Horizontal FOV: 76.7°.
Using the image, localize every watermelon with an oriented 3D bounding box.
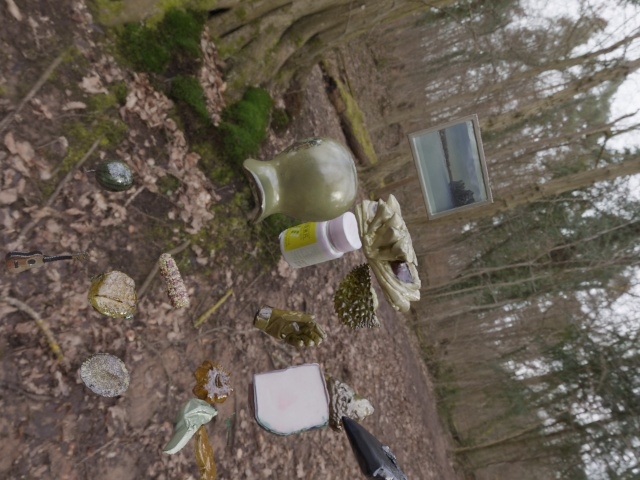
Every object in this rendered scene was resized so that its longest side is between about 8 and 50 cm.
[{"bbox_3d":[-0.658,-0.205,1.262,0.133,0.105,0.105,11,46,-36],"label":"watermelon"}]

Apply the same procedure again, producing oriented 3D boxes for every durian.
[{"bbox_3d":[0.149,0.243,1.547,0.166,0.172,0.306,-60,137,-48],"label":"durian"}]

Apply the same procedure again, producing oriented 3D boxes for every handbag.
[{"bbox_3d":[0.168,0.649,1.187,0.211,0.089,0.254,46,-4,-19],"label":"handbag"}]

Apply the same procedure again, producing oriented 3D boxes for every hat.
[{"bbox_3d":[-0.364,0.505,1.105,0.081,0.166,0.122,33,-32,13],"label":"hat"}]

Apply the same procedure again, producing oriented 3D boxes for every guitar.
[{"bbox_3d":[-1.052,0.068,1.569,0.038,0.272,0.083,50,-45,38],"label":"guitar"}]

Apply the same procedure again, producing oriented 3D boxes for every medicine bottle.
[{"bbox_3d":[0.000,0.000,1.992,0.214,0.379,0.213,33,49,-48],"label":"medicine bottle"}]

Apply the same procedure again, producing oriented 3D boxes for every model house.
[{"bbox_3d":[-0.113,0.545,1.338,0.237,0.237,0.202,112,-33,-56],"label":"model house"}]

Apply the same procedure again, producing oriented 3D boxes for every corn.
[{"bbox_3d":[-0.748,0.204,2.045,0.098,0.098,0.289,-21,89,-87],"label":"corn"}]

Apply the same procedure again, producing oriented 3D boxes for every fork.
[{"bbox_3d":[-0.289,0.587,1.272,0.021,0.039,0.235,37,-9,-4],"label":"fork"}]

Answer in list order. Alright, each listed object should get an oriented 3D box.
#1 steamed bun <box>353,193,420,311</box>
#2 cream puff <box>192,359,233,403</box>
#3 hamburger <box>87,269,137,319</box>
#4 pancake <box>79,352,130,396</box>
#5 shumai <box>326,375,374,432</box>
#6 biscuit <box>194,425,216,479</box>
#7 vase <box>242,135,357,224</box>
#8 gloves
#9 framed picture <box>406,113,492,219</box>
[{"bbox_3d":[0.232,0.003,1.356,0.247,0.189,0.427,21,47,-46],"label":"steamed bun"},{"bbox_3d":[-0.627,0.841,2.368,0.269,0.155,0.240,33,47,-31],"label":"cream puff"},{"bbox_3d":[-0.813,0.210,1.598,0.183,0.130,0.206,33,20,-41],"label":"hamburger"},{"bbox_3d":[-0.824,0.513,1.555,0.199,0.021,0.199,43,16,-16],"label":"pancake"},{"bbox_3d":[0.105,0.610,1.525,0.205,0.176,0.166,-101,-174,-50],"label":"shumai"},{"bbox_3d":[-0.469,0.879,1.632,0.184,0.035,0.248,-126,-155,-76],"label":"biscuit"},{"bbox_3d":[-0.077,-0.170,1.171,0.329,0.303,0.240,-139,-142,-66],"label":"vase"},{"bbox_3d":[-0.130,0.378,1.777,0.141,0.332,0.154,79,29,-70],"label":"gloves"},{"bbox_3d":[0.411,-0.225,1.278,0.016,0.214,0.288,-79,153,-70],"label":"framed picture"}]
